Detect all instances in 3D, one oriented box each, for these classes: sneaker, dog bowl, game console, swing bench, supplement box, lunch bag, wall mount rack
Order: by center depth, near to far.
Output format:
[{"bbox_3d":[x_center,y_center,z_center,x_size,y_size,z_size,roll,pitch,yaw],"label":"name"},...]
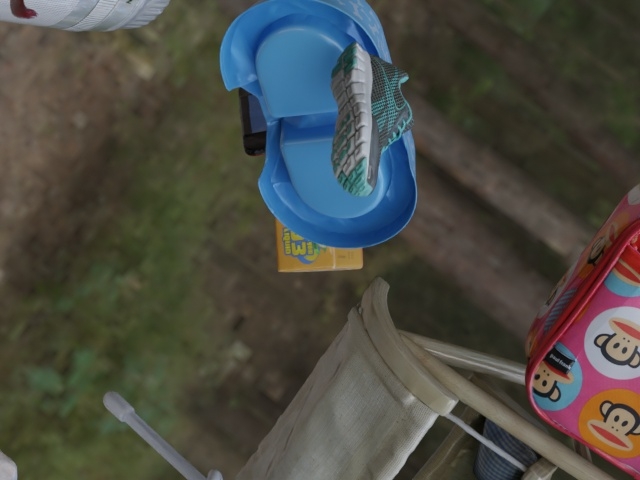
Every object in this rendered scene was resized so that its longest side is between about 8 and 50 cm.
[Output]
[{"bbox_3d":[0.339,0.087,1.624,0.258,0.293,0.120,-57,-173,23],"label":"lunch bag"},{"bbox_3d":[0.086,0.213,1.767,0.253,0.254,0.165,-57,-163,24],"label":"swing bench"},{"bbox_3d":[-0.141,0.318,1.840,0.304,0.130,0.350,-90,179,-53],"label":"wall mount rack"},{"bbox_3d":[0.054,-0.110,1.848,0.065,0.076,0.166,-47,-146,49],"label":"sneaker"},{"bbox_3d":[0.007,-0.131,2.000,0.074,0.166,0.297,-69,148,-52],"label":"dog bowl"},{"bbox_3d":[-0.032,-0.169,2.133,0.144,0.124,0.085,-98,177,-56],"label":"game console"},{"bbox_3d":[0.000,0.000,2.475,0.233,0.080,0.078,12,75,-82],"label":"supplement box"}]

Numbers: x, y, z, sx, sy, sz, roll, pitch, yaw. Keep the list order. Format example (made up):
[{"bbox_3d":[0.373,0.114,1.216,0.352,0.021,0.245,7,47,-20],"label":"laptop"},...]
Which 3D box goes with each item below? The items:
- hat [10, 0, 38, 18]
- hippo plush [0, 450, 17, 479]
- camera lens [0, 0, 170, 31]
[{"bbox_3d":[-0.196,-0.170,1.236,0.173,0.184,0.208,-12,162,23],"label":"hat"},{"bbox_3d":[-0.356,0.179,1.634,0.234,0.294,0.236,-35,-144,14],"label":"hippo plush"},{"bbox_3d":[-0.290,-0.322,1.946,0.274,0.219,0.219,4,132,-37],"label":"camera lens"}]
